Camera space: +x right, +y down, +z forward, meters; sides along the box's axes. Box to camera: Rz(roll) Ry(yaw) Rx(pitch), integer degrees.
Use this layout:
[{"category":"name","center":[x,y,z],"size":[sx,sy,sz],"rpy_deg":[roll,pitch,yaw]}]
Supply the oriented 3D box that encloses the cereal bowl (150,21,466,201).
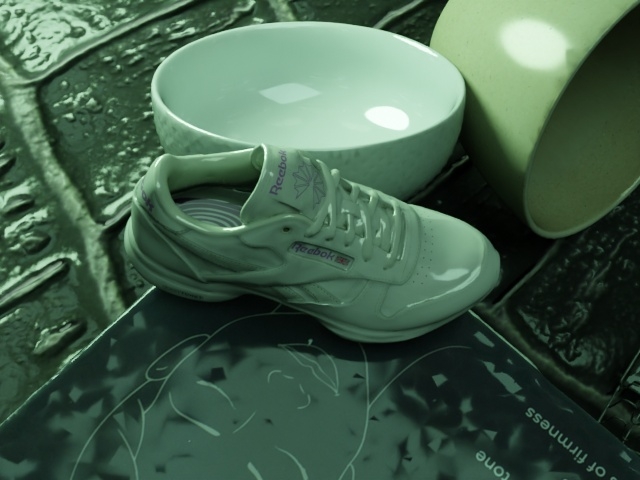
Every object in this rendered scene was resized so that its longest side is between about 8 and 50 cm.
[{"category":"cereal bowl","center":[-0.013,-0.118,1.135],"size":[0.338,0.141,0.339],"rpy_deg":[0,32,0]}]

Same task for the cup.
[{"category":"cup","center":[0.269,-0.202,1.211],"size":[0.331,0.331,0.237],"rpy_deg":[-32,53,-24]}]

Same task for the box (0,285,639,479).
[{"category":"box","center":[-0.028,0.281,0.899],"size":[0.480,0.297,0.472],"rpy_deg":[41,63,11]}]

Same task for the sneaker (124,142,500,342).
[{"category":"sneaker","center":[0.000,0.000,0.797],"size":[0.305,0.152,0.114],"rpy_deg":[7,61,-8]}]

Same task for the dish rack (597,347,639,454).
[{"category":"dish rack","center":[0.383,0.249,1.115],"size":[0.208,0.074,0.271],"rpy_deg":[32,72,14]}]
